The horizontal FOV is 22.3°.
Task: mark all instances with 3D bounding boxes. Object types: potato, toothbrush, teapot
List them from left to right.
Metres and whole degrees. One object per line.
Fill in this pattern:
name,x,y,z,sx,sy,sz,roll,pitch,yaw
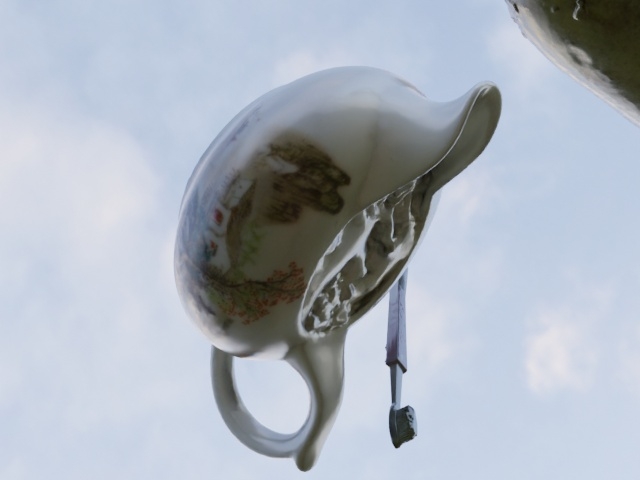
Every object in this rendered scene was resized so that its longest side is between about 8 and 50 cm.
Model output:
teapot,0.000,0.000,1.027,0.204,0.139,0.298,-21,-38,-53
toothbrush,0.053,0.071,1.085,0.017,0.194,0.014,-28,-61,18
potato,0.300,-0.224,1.399,0.219,0.269,0.359,-22,-52,41
